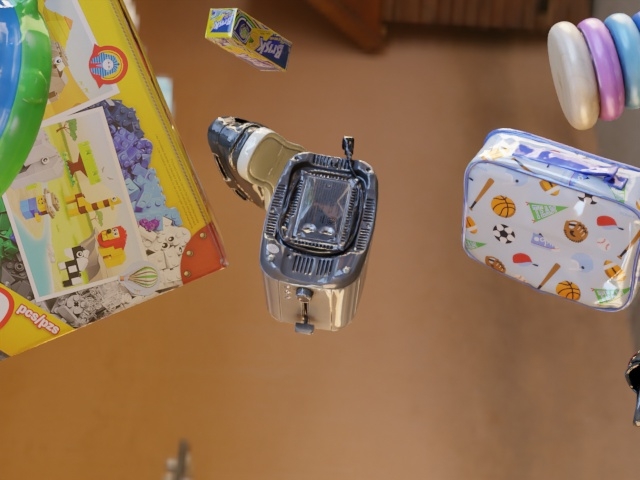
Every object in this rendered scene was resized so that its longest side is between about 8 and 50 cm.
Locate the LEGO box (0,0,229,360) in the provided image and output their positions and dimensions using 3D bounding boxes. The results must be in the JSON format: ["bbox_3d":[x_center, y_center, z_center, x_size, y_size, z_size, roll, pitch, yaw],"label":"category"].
[{"bbox_3d":[-0.375,-0.142,1.667,0.193,0.372,0.500,-118,5,-73],"label":"LEGO box"}]

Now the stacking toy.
[{"bbox_3d":[0.465,-0.244,1.807,0.141,0.330,0.141,-14,-90,-88],"label":"stacking toy"}]

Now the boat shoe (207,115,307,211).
[{"bbox_3d":[-0.110,-0.129,2.371,0.127,0.113,0.340,-62,-16,0],"label":"boat shoe"}]

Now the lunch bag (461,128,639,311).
[{"bbox_3d":[0.362,-0.036,2.114,0.115,0.303,0.243,-52,-28,-42],"label":"lunch bag"}]

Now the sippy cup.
[{"bbox_3d":[-0.409,-0.155,1.333,0.224,0.240,0.305,18,-112,-40],"label":"sippy cup"}]

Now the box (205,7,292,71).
[{"bbox_3d":[-0.120,-0.338,2.406,0.169,0.059,0.054,23,-105,-55],"label":"box"}]

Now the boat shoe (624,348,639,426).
[{"bbox_3d":[0.286,0.110,1.230,0.133,0.042,0.049,-79,-9,-49],"label":"boat shoe"}]

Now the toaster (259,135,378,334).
[{"bbox_3d":[0.000,0.000,1.718,0.146,0.129,0.227,93,-173,-55],"label":"toaster"}]
